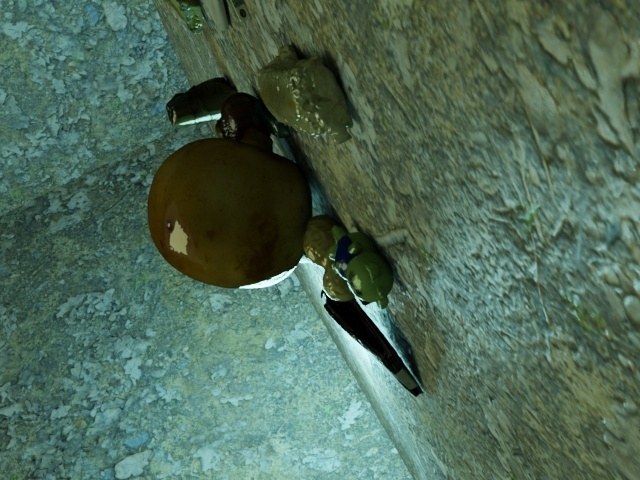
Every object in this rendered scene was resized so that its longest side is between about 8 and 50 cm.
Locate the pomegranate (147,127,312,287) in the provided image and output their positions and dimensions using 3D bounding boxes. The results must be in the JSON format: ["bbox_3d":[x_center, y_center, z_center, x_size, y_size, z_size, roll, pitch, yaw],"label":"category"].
[{"bbox_3d":[-0.197,-0.075,1.735,0.416,0.417,0.416,61,173,12],"label":"pomegranate"}]

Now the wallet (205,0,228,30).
[{"bbox_3d":[-0.243,-0.549,1.612,0.124,0.032,0.183,64,175,9],"label":"wallet"}]

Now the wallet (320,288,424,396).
[{"bbox_3d":[0.118,0.231,1.671,0.262,0.071,0.221,46,175,42],"label":"wallet"}]

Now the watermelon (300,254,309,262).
[{"bbox_3d":[-0.062,-0.020,2.104,0.146,0.128,0.231,32,152,41],"label":"watermelon"}]

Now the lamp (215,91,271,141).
[{"bbox_3d":[-0.199,-0.292,1.846,0.156,0.135,0.157,60,170,7],"label":"lamp"}]

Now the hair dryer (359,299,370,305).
[{"bbox_3d":[0.088,0.108,1.685,0.173,0.050,0.195,58,177,37],"label":"hair dryer"}]

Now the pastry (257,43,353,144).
[{"bbox_3d":[-0.034,-0.228,1.096,0.258,0.089,0.121,-136,32,-61],"label":"pastry"}]

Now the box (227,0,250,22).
[{"bbox_3d":[-0.165,-0.462,1.397,0.083,0.024,0.054,65,175,-27],"label":"box"}]

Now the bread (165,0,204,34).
[{"bbox_3d":[-0.397,-0.685,2.035,0.232,0.088,0.128,51,177,31],"label":"bread"}]

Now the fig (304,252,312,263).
[{"bbox_3d":[0.000,0.000,1.817,0.089,0.089,0.125,72,-166,-55],"label":"fig"}]

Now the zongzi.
[{"bbox_3d":[-0.377,-0.443,2.253,0.242,0.221,0.112,-123,23,-52],"label":"zongzi"}]

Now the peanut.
[{"bbox_3d":[0.029,0.037,1.570,0.229,0.103,0.098,60,-176,36],"label":"peanut"}]

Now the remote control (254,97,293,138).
[{"bbox_3d":[-0.105,-0.270,1.616,0.072,0.042,0.222,68,171,-24],"label":"remote control"}]

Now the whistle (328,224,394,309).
[{"bbox_3d":[0.068,0.039,1.355,0.227,0.085,0.105,54,165,51],"label":"whistle"}]
